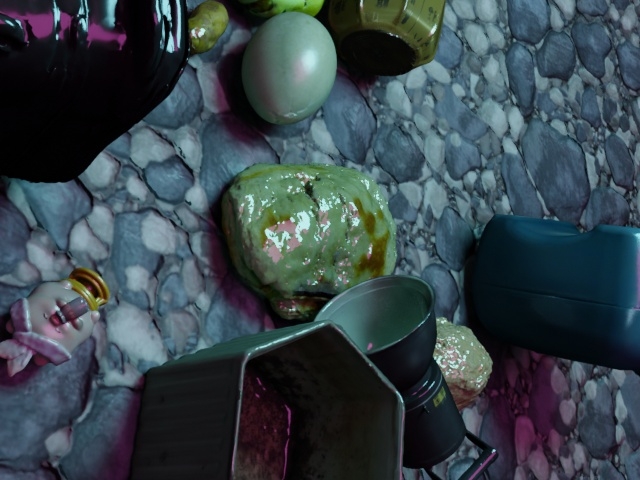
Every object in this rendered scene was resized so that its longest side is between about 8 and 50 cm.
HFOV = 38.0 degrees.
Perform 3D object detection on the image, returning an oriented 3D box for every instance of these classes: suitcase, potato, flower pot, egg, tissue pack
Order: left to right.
[{"bbox_3d":[-0.255,-0.238,0.786,0.188,0.339,0.345,-1,78,-35],"label":"suitcase"},{"bbox_3d":[-0.139,-0.248,1.093,0.045,0.046,0.092,19,45,10],"label":"potato"},{"bbox_3d":[-0.053,0.203,0.943,0.239,0.190,0.209,48,51,-20],"label":"flower pot"},{"bbox_3d":[-0.038,-0.207,1.124,0.114,0.114,0.152,31,53,-32],"label":"egg"},{"bbox_3d":[0.158,0.161,1.198,0.140,0.116,0.118,31,87,-32],"label":"egg"},{"bbox_3d":[0.357,0.074,1.290,0.198,0.287,0.206,6,91,-42],"label":"tissue pack"}]

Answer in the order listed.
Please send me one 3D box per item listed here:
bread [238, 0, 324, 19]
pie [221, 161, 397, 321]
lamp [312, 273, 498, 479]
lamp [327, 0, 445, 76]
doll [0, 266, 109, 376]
[{"bbox_3d":[-0.059,-0.331,1.170,0.139,0.071,0.130,-33,101,-45],"label":"bread"},{"bbox_3d":[0.000,0.000,1.118,0.248,0.090,0.201,-4,84,-39],"label":"pie"},{"bbox_3d":[0.092,0.171,1.081,0.147,0.172,0.227,-39,121,-28],"label":"lamp"},{"bbox_3d":[0.094,-0.323,1.255,0.161,0.161,0.185,32,60,-32],"label":"lamp"},{"bbox_3d":[-0.248,0.076,0.872,0.073,0.084,0.127,55,42,-15],"label":"doll"}]
